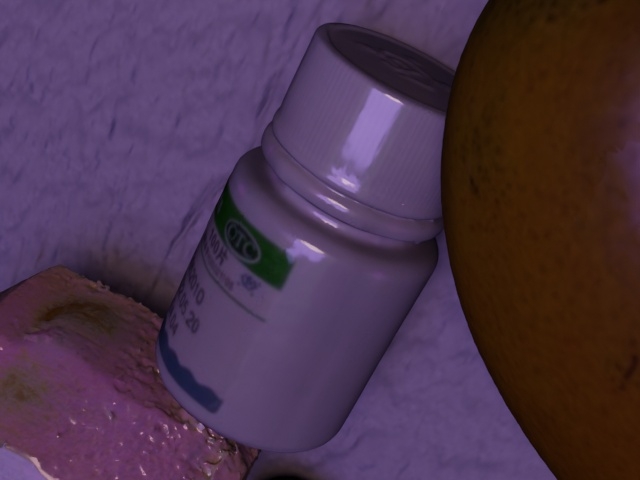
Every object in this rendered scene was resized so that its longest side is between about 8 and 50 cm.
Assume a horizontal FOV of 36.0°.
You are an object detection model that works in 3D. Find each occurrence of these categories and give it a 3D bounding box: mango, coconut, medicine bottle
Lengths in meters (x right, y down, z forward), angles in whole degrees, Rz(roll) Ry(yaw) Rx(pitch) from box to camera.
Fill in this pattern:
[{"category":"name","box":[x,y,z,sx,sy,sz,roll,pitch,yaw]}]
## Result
[{"category":"mango","box":[0.196,0.025,0.458,0.264,0.221,0.378,-20,110,48]},{"category":"coconut","box":[-0.176,0.139,0.689,0.245,0.233,0.233,32,120,4]},{"category":"medicine bottle","box":[0.000,0.000,0.594,0.139,0.139,0.237,31,116,10]}]

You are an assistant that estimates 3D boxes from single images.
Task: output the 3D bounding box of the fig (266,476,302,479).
[{"category":"fig","box":[-0.038,0.231,0.711,0.089,0.125,0.089,12,118,23]}]
